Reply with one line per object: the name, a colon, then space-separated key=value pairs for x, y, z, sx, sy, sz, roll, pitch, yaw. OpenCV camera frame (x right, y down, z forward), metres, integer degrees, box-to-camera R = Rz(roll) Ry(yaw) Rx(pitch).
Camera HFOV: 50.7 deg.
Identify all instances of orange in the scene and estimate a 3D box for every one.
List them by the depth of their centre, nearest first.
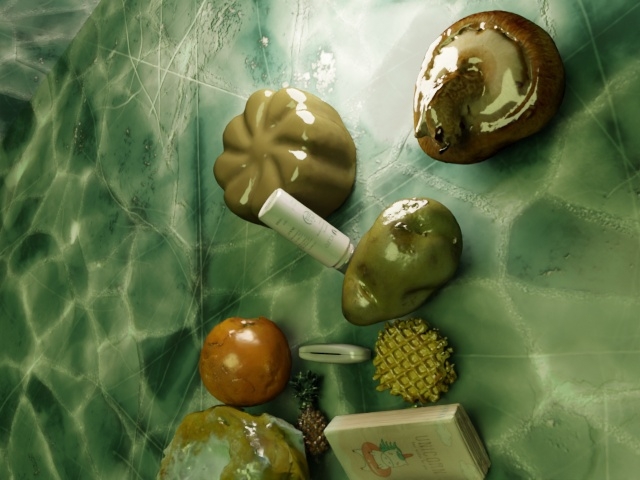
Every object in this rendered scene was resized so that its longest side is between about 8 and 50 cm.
orange: x=-0.188 y=0.303 z=1.704 sx=0.240 sy=0.240 sz=0.240 roll=-8 pitch=77 yaw=36

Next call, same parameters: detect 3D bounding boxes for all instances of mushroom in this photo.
mushroom: x=0.333 y=-0.318 z=1.407 sx=0.345 sy=0.259 sz=0.346 roll=-7 pitch=78 yaw=36

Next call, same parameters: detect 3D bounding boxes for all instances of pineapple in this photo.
pineapple: x=-0.026 y=0.429 z=1.651 sx=0.083 sy=0.103 sz=0.221 roll=-9 pitch=72 yaw=1

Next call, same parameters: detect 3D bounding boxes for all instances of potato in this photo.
potato: x=0.165 y=0.056 z=1.505 sx=0.351 sy=0.202 sz=0.218 roll=-50 pitch=46 yaw=28

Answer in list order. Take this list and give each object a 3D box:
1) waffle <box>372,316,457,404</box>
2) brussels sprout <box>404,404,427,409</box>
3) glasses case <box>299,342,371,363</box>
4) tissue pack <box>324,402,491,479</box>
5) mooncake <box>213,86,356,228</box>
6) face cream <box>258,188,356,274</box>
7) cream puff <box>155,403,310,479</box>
waffle: x=0.208 y=0.267 z=1.498 sx=0.197 sy=0.070 sz=0.193 roll=-2 pitch=97 yaw=36
brussels sprout: x=0.223 y=0.391 z=1.488 sx=0.085 sy=0.058 sz=0.085 roll=17 pitch=126 yaw=26
glasses case: x=0.033 y=0.275 z=1.645 sx=0.193 sy=0.074 sz=0.049 roll=-6 pitch=81 yaw=37
tissue pack: x=0.181 y=0.446 z=1.460 sx=0.325 sy=0.071 sz=0.170 roll=-16 pitch=107 yaw=35
mooncake: x=-0.104 y=-0.212 z=1.760 sx=0.378 sy=0.200 sz=0.379 roll=-8 pitch=77 yaw=35
face cream: x=0.000 y=0.000 z=1.612 sx=0.092 sy=0.311 sz=0.092 roll=-49 pitch=14 yaw=17
cream puff: x=-0.190 y=0.574 z=1.581 sx=0.378 sy=0.275 sz=0.378 roll=-19 pitch=45 yaw=20
